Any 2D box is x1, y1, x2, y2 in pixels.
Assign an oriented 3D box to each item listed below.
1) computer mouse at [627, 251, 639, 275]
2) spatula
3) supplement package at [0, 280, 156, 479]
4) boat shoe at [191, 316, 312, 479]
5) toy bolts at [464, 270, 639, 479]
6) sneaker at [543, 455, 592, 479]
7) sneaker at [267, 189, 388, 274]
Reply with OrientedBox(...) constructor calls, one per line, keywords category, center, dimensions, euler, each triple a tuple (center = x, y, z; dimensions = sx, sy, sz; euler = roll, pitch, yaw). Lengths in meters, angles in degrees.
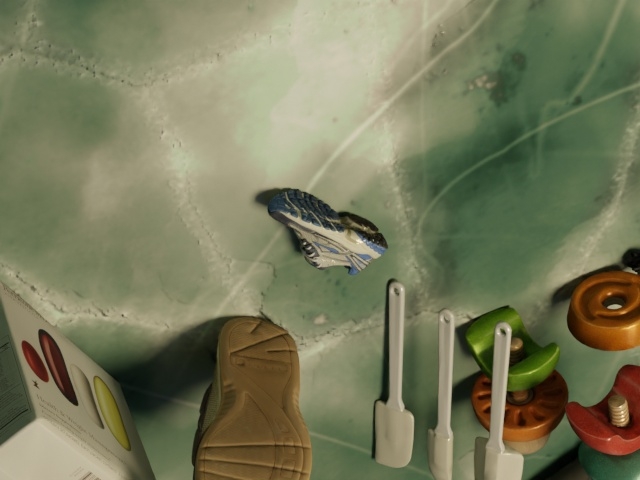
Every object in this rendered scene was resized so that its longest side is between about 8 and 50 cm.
OrientedBox(category="computer mouse", center=(0.413, -0.027, 1.563), dimensions=(0.106, 0.042, 0.193), euler=(21, 113, -32))
OrientedBox(category="spatula", center=(0.131, 0.160, 1.522), dimensions=(0.019, 0.168, 0.242), euler=(-38, 138, -45))
OrientedBox(category="supplement package", center=(-0.263, 0.182, 1.316), dimensions=(0.149, 0.203, 0.194), euler=(-38, 130, 5))
OrientedBox(category="boat shoe", center=(-0.067, 0.191, 1.364), dimensions=(0.103, 0.285, 0.092), euler=(8, 128, -9))
OrientedBox(category="toy bolts", center=(0.288, 0.168, 1.538), dimensions=(0.218, 0.228, 0.158), euler=(-26, 130, -14))
OrientedBox(category="sneaker", center=(0.385, 0.329, 1.765), dimensions=(0.296, 0.104, 0.147), euler=(34, 111, -33))
OrientedBox(category="sneaker", center=(0.000, 0.000, 1.399), dimensions=(0.135, 0.052, 0.058), euler=(25, 115, -34))
